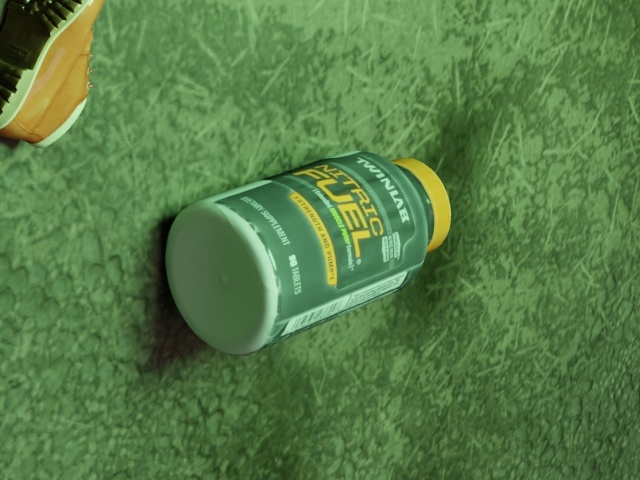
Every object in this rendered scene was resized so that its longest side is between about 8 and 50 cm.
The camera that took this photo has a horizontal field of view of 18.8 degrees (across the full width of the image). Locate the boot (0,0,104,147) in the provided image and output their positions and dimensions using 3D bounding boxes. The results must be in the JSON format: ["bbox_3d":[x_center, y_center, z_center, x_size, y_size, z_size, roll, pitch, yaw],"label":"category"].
[{"bbox_3d":[-0.186,-0.140,1.385,0.158,0.059,0.085,-57,145,0],"label":"boot"}]

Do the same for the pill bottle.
[{"bbox_3d":[0.000,0.000,1.608,0.246,0.130,0.130,-21,123,-44],"label":"pill bottle"}]
